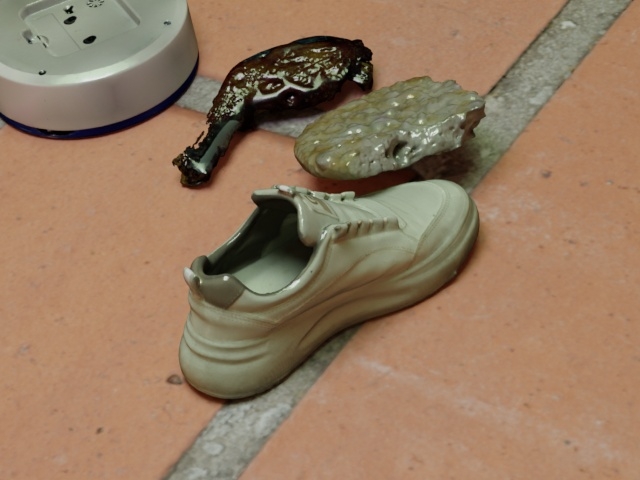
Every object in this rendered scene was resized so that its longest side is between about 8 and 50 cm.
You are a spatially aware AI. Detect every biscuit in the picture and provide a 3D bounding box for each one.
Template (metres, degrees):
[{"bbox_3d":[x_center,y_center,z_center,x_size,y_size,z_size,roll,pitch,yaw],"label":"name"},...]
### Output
[{"bbox_3d":[0.072,-0.108,1.767,0.188,0.040,0.265,-4,20,26],"label":"biscuit"}]

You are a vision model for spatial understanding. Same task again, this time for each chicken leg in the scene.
[{"bbox_3d":[-0.056,-0.139,1.872,0.253,0.051,0.106,-36,52,-23],"label":"chicken leg"}]

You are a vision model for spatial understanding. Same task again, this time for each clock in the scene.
[{"bbox_3d":[-0.248,-0.207,1.963,0.230,0.083,0.230,-7,40,6],"label":"clock"}]

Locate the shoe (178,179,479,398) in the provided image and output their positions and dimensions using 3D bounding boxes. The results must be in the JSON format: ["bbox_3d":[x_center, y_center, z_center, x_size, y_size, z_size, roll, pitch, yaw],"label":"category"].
[{"bbox_3d":[0.000,0.000,1.618,0.316,0.159,0.124,-35,46,-23],"label":"shoe"}]
